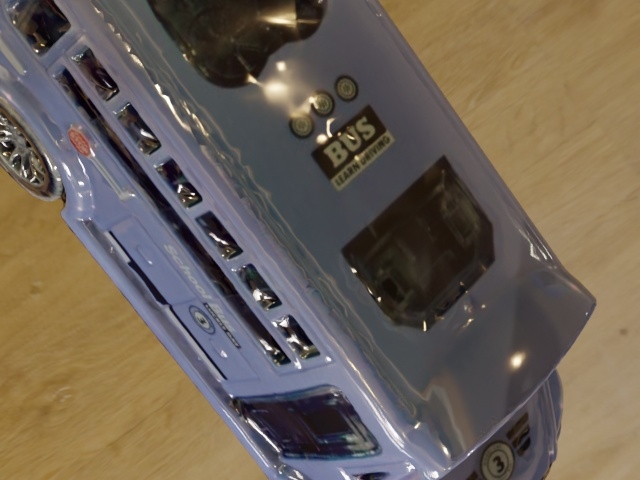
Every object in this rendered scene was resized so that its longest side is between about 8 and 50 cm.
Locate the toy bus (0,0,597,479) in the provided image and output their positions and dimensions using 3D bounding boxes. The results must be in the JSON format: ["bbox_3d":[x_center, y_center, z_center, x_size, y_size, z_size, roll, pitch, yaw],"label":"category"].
[{"bbox_3d":[0.000,0.000,0.431,0.125,0.133,0.292,-42,102,-27],"label":"toy bus"}]
